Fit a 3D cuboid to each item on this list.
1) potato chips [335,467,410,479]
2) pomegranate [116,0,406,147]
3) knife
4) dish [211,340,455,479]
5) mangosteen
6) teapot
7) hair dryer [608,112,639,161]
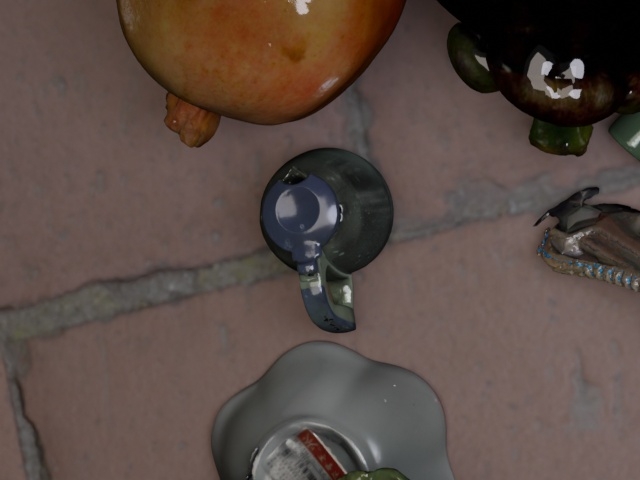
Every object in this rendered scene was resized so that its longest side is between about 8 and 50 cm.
[{"bbox_3d":[0.005,0.386,1.562,0.389,0.097,0.373,-28,99,22],"label":"potato chips"},{"bbox_3d":[-0.055,-0.200,1.533,0.229,0.252,0.270,17,118,-16],"label":"pomegranate"},{"bbox_3d":[0.291,0.050,1.443,0.089,0.043,0.365,-41,37,-9],"label":"knife"},{"bbox_3d":[0.001,0.200,1.612,0.229,0.081,0.229,0,90,17],"label":"dish"},{"bbox_3d":[0.193,-0.239,1.423,0.296,0.297,0.313,16,72,16],"label":"mangosteen"},{"bbox_3d":[-0.009,-0.005,1.596,0.111,0.108,0.149,19,96,18],"label":"teapot"},{"bbox_3d":[0.238,-0.134,1.559,0.071,0.047,0.150,-48,67,10],"label":"hair dryer"}]
